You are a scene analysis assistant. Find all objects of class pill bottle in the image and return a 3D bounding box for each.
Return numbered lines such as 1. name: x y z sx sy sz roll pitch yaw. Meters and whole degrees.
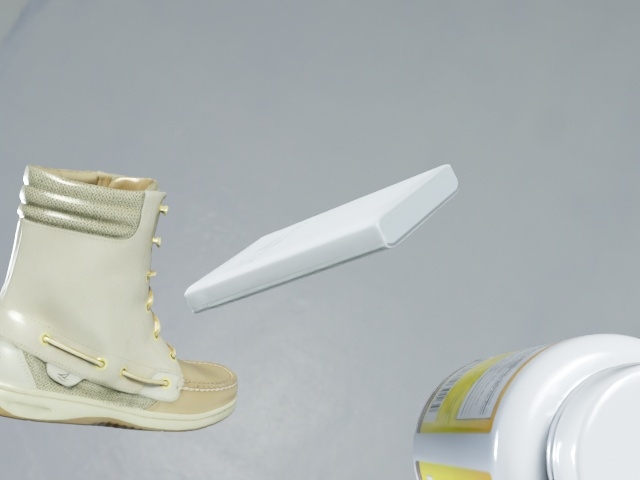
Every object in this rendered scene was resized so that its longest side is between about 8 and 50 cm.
1. pill bottle: 0.127 0.111 0.502 0.215 0.117 0.117 130 163 -76

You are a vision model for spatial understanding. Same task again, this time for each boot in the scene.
1. boot: -0.155 0.050 0.823 0.095 0.262 0.204 16 92 47

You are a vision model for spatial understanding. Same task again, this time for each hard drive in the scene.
1. hard drive: 0.000 0.000 1.202 0.307 0.040 0.203 -20 11 37
